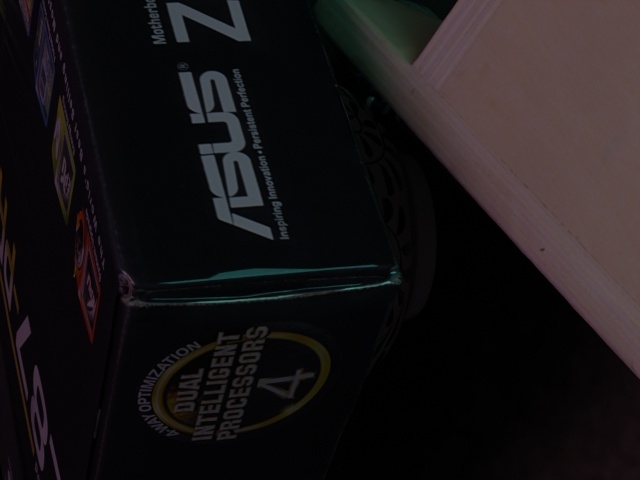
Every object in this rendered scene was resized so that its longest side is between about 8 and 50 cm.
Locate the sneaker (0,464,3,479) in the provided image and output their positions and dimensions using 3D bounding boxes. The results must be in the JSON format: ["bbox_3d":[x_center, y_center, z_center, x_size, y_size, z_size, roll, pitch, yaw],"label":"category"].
[{"bbox_3d":[-0.195,0.111,0.878,0.108,0.100,0.271,22,93,21],"label":"sneaker"}]

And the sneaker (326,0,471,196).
[{"bbox_3d":[0.044,-0.062,0.697,0.135,0.058,0.052,47,113,40],"label":"sneaker"}]

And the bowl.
[{"bbox_3d":[0.000,0.000,0.692,0.170,0.080,0.170,178,90,-72],"label":"bowl"}]

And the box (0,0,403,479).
[{"bbox_3d":[-0.090,-0.039,0.679,0.318,0.097,0.395,106,153,-50],"label":"box"}]

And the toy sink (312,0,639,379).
[{"bbox_3d":[0.133,-0.052,0.541,0.131,0.153,0.234,-55,47,20],"label":"toy sink"}]
